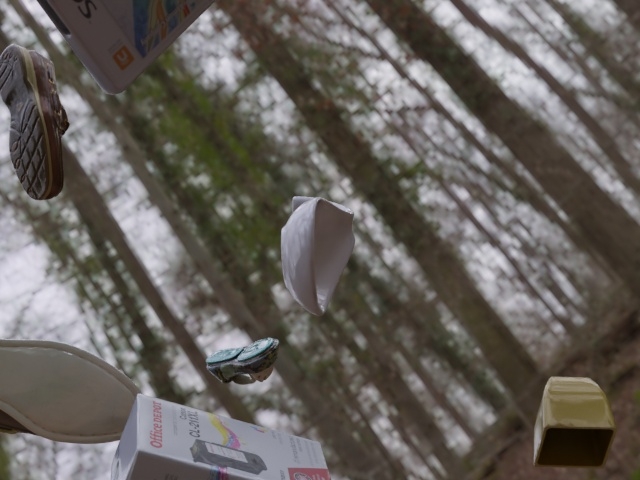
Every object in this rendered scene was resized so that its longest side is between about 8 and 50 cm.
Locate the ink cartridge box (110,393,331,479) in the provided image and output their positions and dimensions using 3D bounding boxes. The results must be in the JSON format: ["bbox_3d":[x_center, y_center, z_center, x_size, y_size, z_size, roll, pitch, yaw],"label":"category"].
[{"bbox_3d":[-0.085,0.205,1.232,0.175,0.127,0.072,17,-77,-12],"label":"ink cartridge box"}]

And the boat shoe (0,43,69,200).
[{"bbox_3d":[-0.291,-0.124,1.517,0.060,0.178,0.064,6,-30,-43],"label":"boat shoe"}]

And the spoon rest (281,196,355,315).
[{"bbox_3d":[0.000,0.000,1.743,0.084,0.276,0.137,-4,-75,2],"label":"spoon rest"}]

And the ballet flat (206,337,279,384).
[{"bbox_3d":[-0.110,0.196,2.287,0.070,0.070,0.188,-13,-1,-34],"label":"ballet flat"}]

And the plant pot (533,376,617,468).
[{"bbox_3d":[0.283,0.201,1.636,0.081,0.083,0.081,2,-43,-2],"label":"plant pot"}]

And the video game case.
[{"bbox_3d":[-0.186,-0.365,1.452,0.329,0.036,0.300,-49,-59,-25],"label":"video game case"}]

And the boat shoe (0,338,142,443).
[{"bbox_3d":[-0.346,0.168,1.654,0.305,0.109,0.091,13,-17,1],"label":"boat shoe"}]
